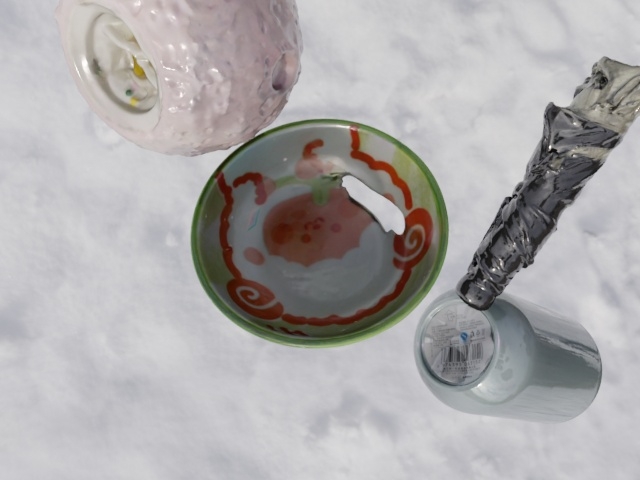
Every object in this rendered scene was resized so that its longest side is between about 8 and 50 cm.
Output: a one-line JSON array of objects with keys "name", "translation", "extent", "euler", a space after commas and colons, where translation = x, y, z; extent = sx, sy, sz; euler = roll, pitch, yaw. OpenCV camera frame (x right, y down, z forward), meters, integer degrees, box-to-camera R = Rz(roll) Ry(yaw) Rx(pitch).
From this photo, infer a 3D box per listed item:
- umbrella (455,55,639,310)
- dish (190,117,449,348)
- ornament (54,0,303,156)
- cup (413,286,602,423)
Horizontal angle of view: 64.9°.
[{"name": "umbrella", "translation": [0.284, -0.067, 0.657], "extent": [0.113, 0.106, 0.357], "euler": [8, 117, -57]}, {"name": "dish", "translation": [0.000, 0.000, 0.683], "extent": [0.325, 0.124, 0.324], "euler": [-1, 65, 3]}, {"name": "ornament", "translation": [-0.143, -0.223, 0.558], "extent": [0.259, 0.259, 0.225], "euler": [52, 50, -7]}, {"name": "cup", "translation": [0.307, 0.189, 0.834], "extent": [0.312, 0.206, 0.205], "euler": [22, 71, -41]}]
